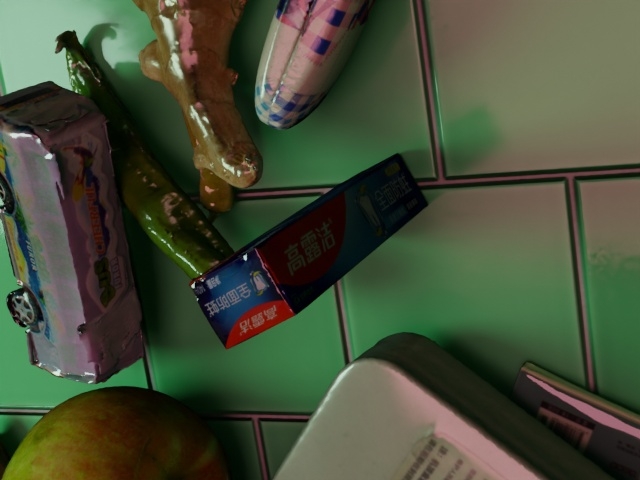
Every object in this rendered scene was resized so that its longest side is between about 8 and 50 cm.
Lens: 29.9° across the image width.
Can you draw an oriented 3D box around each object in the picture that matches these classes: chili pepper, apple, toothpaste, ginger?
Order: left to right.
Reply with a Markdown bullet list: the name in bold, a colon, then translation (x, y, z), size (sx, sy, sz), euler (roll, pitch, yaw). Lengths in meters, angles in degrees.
- **apple**: translation (-0.222, 0.282, 1.288), size (0.226, 0.246, 0.246), euler (-11, 101, 34)
- **chili pepper**: translation (-0.175, -0.063, 1.225), size (0.076, 0.085, 0.359), euler (-43, 73, 16)
- **ginger**: translation (-0.128, -0.202, 1.168), size (0.147, 0.081, 0.334), euler (-21, 83, 14)
- **chili pepper**: translation (-0.119, -0.118, 1.227), size (0.043, 0.049, 0.208), euler (-10, 100, 3)
- **toothpaste**: translation (0.001, 0.000, 1.053), size (0.076, 0.320, 0.066), euler (-28, 95, 29)

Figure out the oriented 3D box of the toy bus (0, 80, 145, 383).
- **toy bus**: translation (-0.262, 0.002, 1.250), size (0.138, 0.112, 0.317), euler (22, 130, 40)

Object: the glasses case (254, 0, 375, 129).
- **glasses case**: translation (0.021, -0.249, 1.077), size (0.076, 0.125, 0.327), euler (27, 115, 4)

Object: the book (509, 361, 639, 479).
- **book**: translation (0.262, 0.335, 1.206), size (0.264, 0.031, 0.379), euler (24, 114, 16)

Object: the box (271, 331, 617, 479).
- **box**: translation (0.122, 0.343, 1.195), size (0.396, 0.111, 0.396), euler (37, 119, 14)

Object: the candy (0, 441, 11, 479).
- **candy**: translation (-0.468, 0.330, 1.491), size (0.271, 0.101, 0.143), euler (-40, 80, 34)
